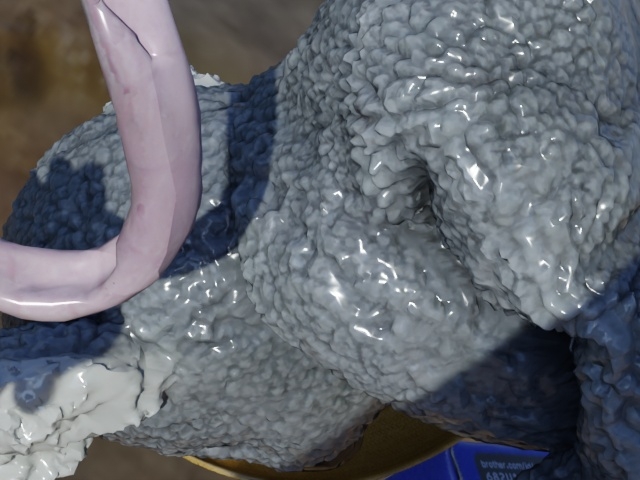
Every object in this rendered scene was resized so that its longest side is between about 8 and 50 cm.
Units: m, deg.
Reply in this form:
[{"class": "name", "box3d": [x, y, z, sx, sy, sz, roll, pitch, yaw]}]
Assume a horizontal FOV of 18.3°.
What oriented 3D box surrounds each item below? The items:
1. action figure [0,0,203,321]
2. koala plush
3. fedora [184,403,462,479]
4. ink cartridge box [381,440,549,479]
[{"class": "action figure", "box3d": [-0.253, -0.055, 0.369, 0.370, 0.248, 0.276, 8, 30, 38]}, {"class": "koala plush", "box3d": [0.000, 0.000, 0.566, 0.203, 0.221, 0.196, 64, 29, -31]}, {"class": "fedora", "box3d": [-0.002, 0.001, 0.771, 0.194, 0.079, 0.194, -5, 56, 7]}, {"class": "ink cartridge box", "box3d": [0.083, 0.229, 1.040, 0.270, 0.395, 0.151, 11, 52, -43]}]
